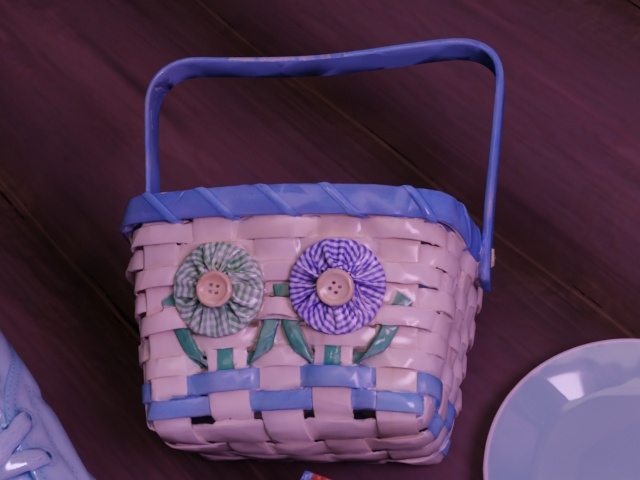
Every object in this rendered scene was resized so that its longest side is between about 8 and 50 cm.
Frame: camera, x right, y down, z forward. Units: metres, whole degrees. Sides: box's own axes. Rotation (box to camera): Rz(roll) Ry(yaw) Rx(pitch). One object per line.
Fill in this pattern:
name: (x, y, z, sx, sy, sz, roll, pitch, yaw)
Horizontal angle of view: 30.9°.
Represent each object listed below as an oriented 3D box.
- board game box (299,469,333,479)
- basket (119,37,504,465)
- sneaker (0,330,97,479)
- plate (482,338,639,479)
board game box: (0.020, 0.241, 0.697, 0.141, 0.048, 0.170, 17, 60, 22)
basket: (0.000, 0.000, 0.777, 0.255, 0.201, 0.288, -4, 64, 12)
sneaker: (-0.195, 0.136, 0.635, 0.135, 0.150, 0.366, -39, 56, -14)
plate: (0.198, 0.148, 0.735, 0.188, 0.024, 0.188, -7, 53, 10)
